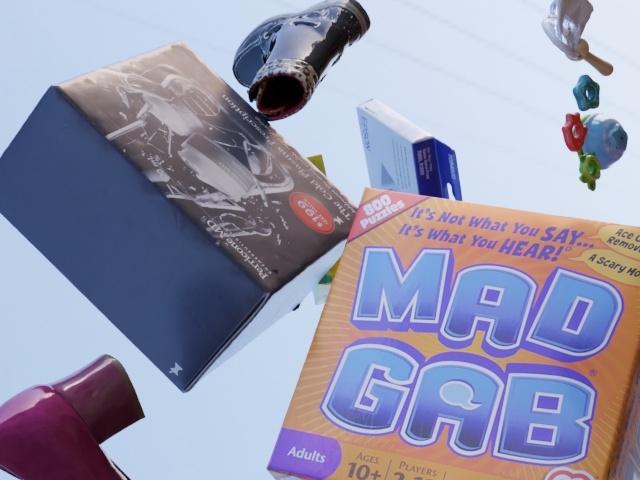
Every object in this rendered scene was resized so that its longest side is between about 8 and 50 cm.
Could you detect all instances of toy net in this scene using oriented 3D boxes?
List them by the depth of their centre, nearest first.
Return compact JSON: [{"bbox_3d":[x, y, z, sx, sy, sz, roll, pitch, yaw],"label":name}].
[{"bbox_3d":[0.285,-0.178,1.750,0.122,0.045,0.232,-34,-70,-39],"label":"toy net"}]

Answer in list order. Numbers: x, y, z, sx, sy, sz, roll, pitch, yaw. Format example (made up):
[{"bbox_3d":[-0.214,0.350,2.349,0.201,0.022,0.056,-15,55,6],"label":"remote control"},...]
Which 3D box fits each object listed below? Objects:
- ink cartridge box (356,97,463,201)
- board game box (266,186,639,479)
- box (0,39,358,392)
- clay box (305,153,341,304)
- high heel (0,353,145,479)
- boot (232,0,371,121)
[{"bbox_3d":[0.150,-0.095,2.529,0.045,0.224,0.223,-28,-52,-21],"label":"ink cartridge box"},{"bbox_3d":[0.203,0.200,1.771,0.356,0.356,0.356,60,-135,-56],"label":"board game box"},{"bbox_3d":[-0.163,-0.041,1.845,0.179,0.343,0.312,-50,-6,29],"label":"box"},{"bbox_3d":[0.000,0.000,2.264,0.127,0.053,0.222,96,163,-73],"label":"clay box"},{"bbox_3d":[-0.230,0.318,1.618,0.181,0.127,0.377,-30,-78,-36],"label":"high heel"},{"bbox_3d":[-0.060,-0.221,2.009,0.085,0.236,0.178,53,-134,-20],"label":"boot"}]
